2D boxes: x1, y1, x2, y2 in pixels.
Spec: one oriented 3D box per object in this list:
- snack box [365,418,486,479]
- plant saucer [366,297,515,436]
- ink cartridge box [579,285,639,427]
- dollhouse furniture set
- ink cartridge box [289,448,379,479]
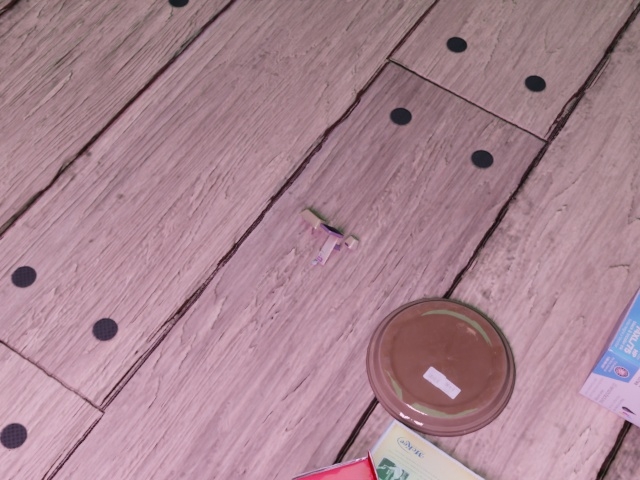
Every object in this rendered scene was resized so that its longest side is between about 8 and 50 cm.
[{"bbox_3d":[0.203,0.468,1.638,0.322,0.060,0.187,33,65,16],"label":"snack box"},{"bbox_3d":[0.224,0.224,1.799,0.278,0.041,0.277,1,60,-2],"label":"plant saucer"},{"bbox_3d":[0.640,0.227,1.721,0.270,0.198,0.197,29,62,15],"label":"ink cartridge box"},{"bbox_3d":[0.000,0.000,1.942,0.114,0.091,0.081,42,107,44],"label":"dollhouse furniture set"},{"bbox_3d":[0.056,0.493,1.441,0.130,0.272,0.309,-15,64,-7],"label":"ink cartridge box"}]
